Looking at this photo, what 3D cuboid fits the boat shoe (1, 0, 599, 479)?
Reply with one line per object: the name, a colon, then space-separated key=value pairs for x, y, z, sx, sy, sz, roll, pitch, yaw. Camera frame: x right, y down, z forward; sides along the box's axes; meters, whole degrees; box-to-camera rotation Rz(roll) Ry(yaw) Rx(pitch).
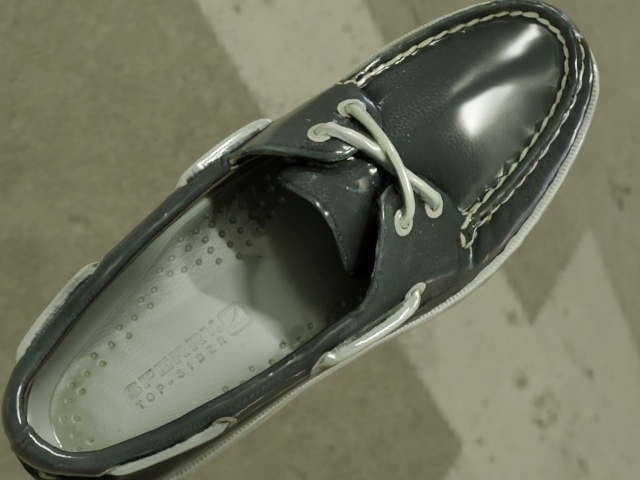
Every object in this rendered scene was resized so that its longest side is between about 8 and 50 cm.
boat shoe: x=0.000 y=0.000 z=0.679 sx=0.302 sy=0.091 sz=0.114 roll=-44 pitch=80 yaw=-7
